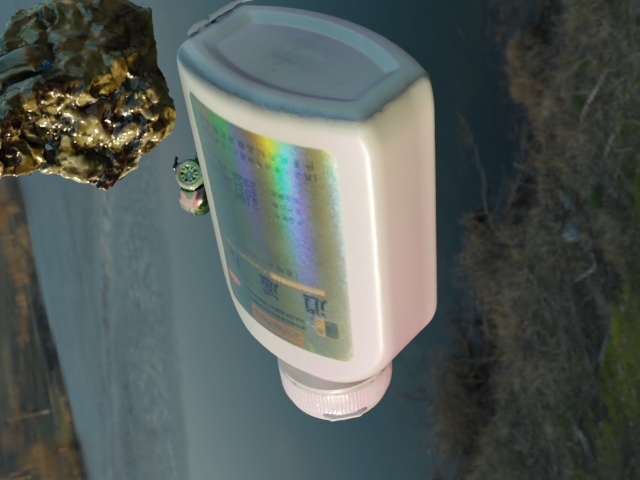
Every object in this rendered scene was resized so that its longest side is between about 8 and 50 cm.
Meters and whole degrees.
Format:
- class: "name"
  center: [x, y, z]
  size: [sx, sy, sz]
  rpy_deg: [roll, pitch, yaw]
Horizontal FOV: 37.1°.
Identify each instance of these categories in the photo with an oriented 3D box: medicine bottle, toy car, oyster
- class: "medicine bottle"
  center: [0.000, 0.000, 0.471]
  size: [0.115, 0.078, 0.219]
  rpy_deg: [26, 141, 31]
- class: "toy car"
  center: [-0.075, -0.086, 0.788]
  size: [0.142, 0.055, 0.069]
  rpy_deg: [-64, 1, -1]
- class: "oyster"
  center: [-0.249, -0.165, 0.986]
  size: [0.083, 0.214, 0.223]
  rpy_deg: [-16, 77, 56]
